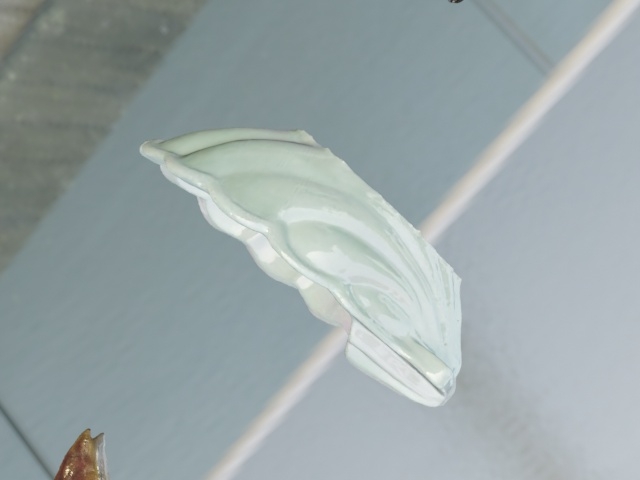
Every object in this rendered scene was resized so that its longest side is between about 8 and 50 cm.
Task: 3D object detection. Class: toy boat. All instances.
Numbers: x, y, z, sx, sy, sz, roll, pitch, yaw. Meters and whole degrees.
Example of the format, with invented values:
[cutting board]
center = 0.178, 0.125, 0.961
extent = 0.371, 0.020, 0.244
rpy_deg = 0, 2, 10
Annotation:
[toy boat]
center = 0.000, 0.000, 1.411
extent = 0.100, 0.290, 0.199
rpy_deg = -47, 169, -3

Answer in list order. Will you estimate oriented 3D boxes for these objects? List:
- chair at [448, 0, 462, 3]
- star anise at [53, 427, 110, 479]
[chair]
center = 0.228, -0.347, 2.064
extent = 0.149, 0.174, 0.213
rpy_deg = -25, 173, 40
[star anise]
center = -0.230, 0.301, 1.652
extent = 0.288, 0.088, 0.288
rpy_deg = -42, 142, -45
